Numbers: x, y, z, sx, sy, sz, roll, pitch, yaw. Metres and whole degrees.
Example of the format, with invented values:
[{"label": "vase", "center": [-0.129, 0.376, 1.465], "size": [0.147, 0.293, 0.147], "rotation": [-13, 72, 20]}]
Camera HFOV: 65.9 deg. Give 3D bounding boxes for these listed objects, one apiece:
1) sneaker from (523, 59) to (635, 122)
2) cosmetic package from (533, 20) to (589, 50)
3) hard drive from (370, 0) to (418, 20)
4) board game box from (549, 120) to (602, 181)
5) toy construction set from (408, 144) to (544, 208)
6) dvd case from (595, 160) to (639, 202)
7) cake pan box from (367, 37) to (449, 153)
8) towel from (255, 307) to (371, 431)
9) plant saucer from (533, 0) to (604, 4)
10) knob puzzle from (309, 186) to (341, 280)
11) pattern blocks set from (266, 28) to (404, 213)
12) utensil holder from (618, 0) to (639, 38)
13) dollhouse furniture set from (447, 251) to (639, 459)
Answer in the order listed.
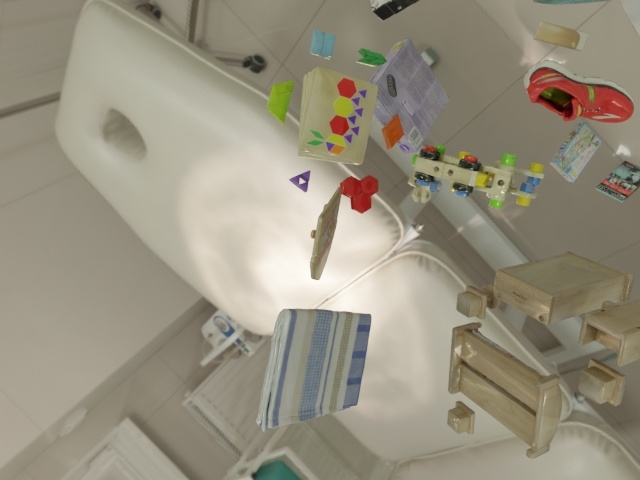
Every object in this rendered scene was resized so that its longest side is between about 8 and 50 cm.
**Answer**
[{"label": "sneaker", "center": [0.613, -0.326, 1.181], "size": [0.279, 0.118, 0.107], "rotation": [16, 149, -5]}, {"label": "cosmetic package", "center": [0.583, -0.497, 1.202], "size": [0.115, 0.060, 0.041], "rotation": [21, 114, 13]}, {"label": "hard drive", "center": [0.275, -0.756, 1.277], "size": [0.339, 0.064, 0.236], "rotation": [-14, 70, 39]}, {"label": "board game box", "center": [0.783, -0.271, 1.513], "size": [0.104, 0.154, 0.026], "rotation": [34, -179, -24]}, {"label": "toy construction set", "center": [0.348, -0.159, 1.198], "size": [0.328, 0.215, 0.150], "rotation": [5, 102, 39]}, {"label": "dvd case", "center": [0.869, -0.169, 1.414], "size": [0.087, 0.119, 0.013], "rotation": [45, 179, 43]}, {"label": "cake pan box", "center": [0.270, -0.439, 1.523], "size": [0.267, 0.245, 0.070], "rotation": [44, 159, -30]}, {"label": "towel", "center": [0.000, 0.231, 0.928], "size": [0.034, 0.285, 0.209], "rotation": [9, 88, 38]}, {"label": "plant saucer", "center": [0.673, -0.611, 1.163], "size": [0.318, 0.317, 0.043], "rotation": [8, 125, 30]}, {"label": "knob puzzle", "center": [0.000, 0.000, 1.054], "size": [0.030, 0.213, 0.213], "rotation": [14, 128, 9]}, {"label": "pattern blocks set", "center": [0.033, -0.243, 0.994], "size": [0.286, 0.324, 0.026], "rotation": [21, 174, -15]}, {"label": "utensil holder", "center": [0.586, -0.245, 0.511], "size": [0.386, 0.327, 0.327], "rotation": [-29, 101, 36]}, {"label": "dollhouse furniture set", "center": [0.378, 0.218, 0.796], "size": [0.303, 0.174, 0.355], "rotation": [34, 130, 58]}]
